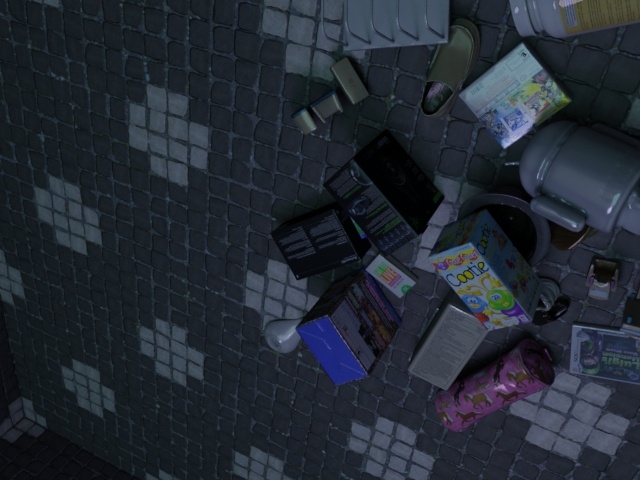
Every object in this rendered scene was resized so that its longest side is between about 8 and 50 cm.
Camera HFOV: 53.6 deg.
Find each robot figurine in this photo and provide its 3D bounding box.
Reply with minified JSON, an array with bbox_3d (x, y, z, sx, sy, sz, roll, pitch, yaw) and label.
[{"bbox_3d":[0.616,-0.152,1.468,0.353,0.300,0.199,32,157,28],"label":"robot figurine"}]

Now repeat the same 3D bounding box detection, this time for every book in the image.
[{"bbox_3d":[0.223,0.106,1.993,0.144,0.035,0.096,39,132,2],"label":"book"}]

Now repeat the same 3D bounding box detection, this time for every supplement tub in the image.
[{"bbox_3d":[0.570,-0.551,1.289,0.331,0.241,0.241,-3,115,29],"label":"supplement tub"}]

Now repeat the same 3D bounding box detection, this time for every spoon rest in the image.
[{"bbox_3d":[-0.110,0.336,2.288,0.137,0.084,0.276,53,141,-6],"label":"spoon rest"}]

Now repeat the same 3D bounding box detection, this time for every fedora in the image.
[{"bbox_3d":[0.496,-0.047,1.690,0.244,0.124,0.275,2,130,30],"label":"fedora"}]

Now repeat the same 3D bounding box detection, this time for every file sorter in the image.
[{"bbox_3d":[0.153,-0.574,1.513,0.278,0.173,0.192,4,97,27],"label":"file sorter"}]

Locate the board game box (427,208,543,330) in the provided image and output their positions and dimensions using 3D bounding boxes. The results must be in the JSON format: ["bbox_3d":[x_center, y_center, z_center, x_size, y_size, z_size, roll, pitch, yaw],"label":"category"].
[{"bbox_3d":[0.432,0.081,1.649,0.142,0.144,0.275,-24,113,46],"label":"board game box"}]

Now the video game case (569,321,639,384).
[{"bbox_3d":[0.813,0.320,1.799,0.190,0.022,0.173,6,120,26],"label":"video game case"}]

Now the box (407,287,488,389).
[{"bbox_3d":[0.400,0.296,1.936,0.148,0.121,0.311,28,126,4],"label":"box"}]

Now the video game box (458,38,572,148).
[{"bbox_3d":[0.481,-0.359,1.571,0.187,0.048,0.205,50,128,-3],"label":"video game box"}]

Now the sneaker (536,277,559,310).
[{"bbox_3d":[0.546,0.155,1.788,0.232,0.115,0.090,-2,116,30],"label":"sneaker"}]

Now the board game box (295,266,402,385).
[{"bbox_3d":[0.095,0.265,1.985,0.141,0.291,0.232,-26,102,38],"label":"board game box"}]

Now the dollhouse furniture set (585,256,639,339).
[{"bbox_3d":[0.793,0.220,1.573,0.286,0.303,0.198,12,121,23],"label":"dollhouse furniture set"}]

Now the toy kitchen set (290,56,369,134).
[{"bbox_3d":[0.007,-0.406,1.794,0.207,0.166,0.122,-32,102,0],"label":"toy kitchen set"}]

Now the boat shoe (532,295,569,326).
[{"bbox_3d":[0.654,0.209,1.810,0.049,0.042,0.133,42,130,-1],"label":"boat shoe"}]

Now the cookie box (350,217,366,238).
[{"bbox_3d":[0.155,-0.065,1.922,0.107,0.040,0.091,-20,105,35],"label":"cookie box"}]

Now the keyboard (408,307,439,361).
[{"bbox_3d":[0.360,0.323,2.055,0.072,0.014,0.256,25,126,7],"label":"keyboard"}]

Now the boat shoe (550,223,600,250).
[{"bbox_3d":[0.706,-0.081,1.596,0.285,0.089,0.104,-43,66,36],"label":"boat shoe"}]

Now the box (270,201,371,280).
[{"bbox_3d":[0.000,0.000,2.006,0.261,0.103,0.184,-19,104,35],"label":"box"}]

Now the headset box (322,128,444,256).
[{"bbox_3d":[0.186,-0.126,1.739,0.283,0.246,0.131,50,129,-4],"label":"headset box"}]

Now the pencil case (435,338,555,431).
[{"bbox_3d":[0.527,0.448,1.935,0.160,0.167,0.386,34,129,-15],"label":"pencil case"}]

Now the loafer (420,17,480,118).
[{"bbox_3d":[0.322,-0.419,1.593,0.102,0.092,0.268,24,126,15],"label":"loafer"}]
